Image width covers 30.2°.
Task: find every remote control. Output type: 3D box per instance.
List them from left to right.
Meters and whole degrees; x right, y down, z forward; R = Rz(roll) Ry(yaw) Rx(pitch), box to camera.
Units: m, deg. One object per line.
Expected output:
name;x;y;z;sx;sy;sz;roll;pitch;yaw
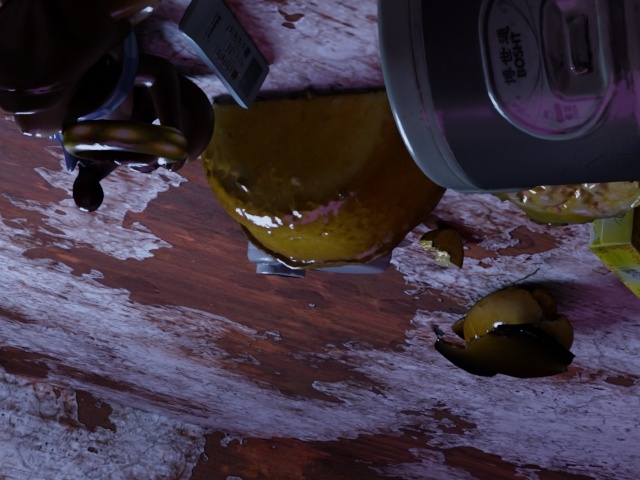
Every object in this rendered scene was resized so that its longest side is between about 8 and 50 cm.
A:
remote control;-0.108;-0.215;1.340;0.029;0.061;0.162;21;164;29

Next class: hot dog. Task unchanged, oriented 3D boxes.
hot dog;0.303;0.138;1.947;0.194;0.107;0.326;34;159;-26

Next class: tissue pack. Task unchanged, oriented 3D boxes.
tissue pack;0.419;0.001;1.558;0.062;0.095;0.176;-8;151;37

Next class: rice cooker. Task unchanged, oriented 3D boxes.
rice cooker;0.193;-0.182;0.999;0.277;0.288;0.288;0;155;28

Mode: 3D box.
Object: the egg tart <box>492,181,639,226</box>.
egg tart;0.276;-0.104;1.342;0.315;0.120;0.315;10;157;4

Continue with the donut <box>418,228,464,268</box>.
donut;0.176;0.012;1.751;0.038;0.067;0.083;15;-161;39

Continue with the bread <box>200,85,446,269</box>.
bread;-0.002;-0.068;1.483;0.340;0.179;0.194;-1;154;27

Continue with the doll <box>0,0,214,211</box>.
doll;-0.266;-0.163;1.339;0.318;0.209;0.340;21;165;8

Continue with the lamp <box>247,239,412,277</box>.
lamp;-0.001;-0.003;1.734;0.246;0.108;0.179;-6;166;41
